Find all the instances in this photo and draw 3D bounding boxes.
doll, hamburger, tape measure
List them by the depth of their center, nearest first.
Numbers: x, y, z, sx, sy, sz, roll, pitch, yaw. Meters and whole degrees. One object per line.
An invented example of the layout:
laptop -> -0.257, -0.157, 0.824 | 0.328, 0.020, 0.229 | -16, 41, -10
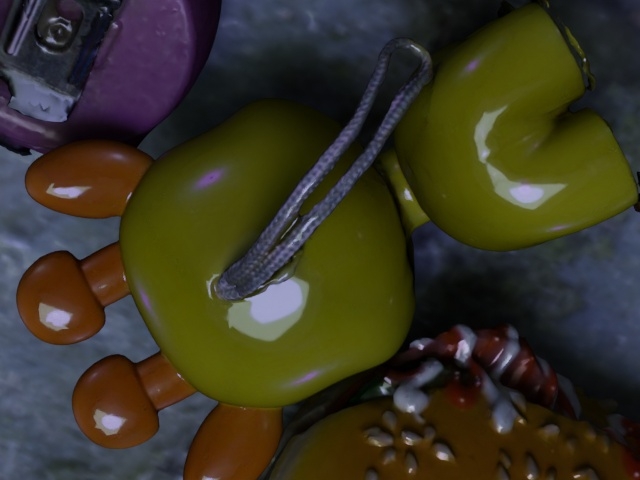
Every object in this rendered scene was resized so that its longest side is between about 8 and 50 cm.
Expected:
doll -> 0.000, 0.000, 0.694 | 0.220, 0.135, 0.143 | -25, 95, 0
tape measure -> -0.099, -0.085, 0.718 | 0.118, 0.074, 0.125 | 22, 124, -6
hamburger -> 0.091, 0.171, 0.760 | 0.295, 0.227, 0.151 | 39, 142, -18
